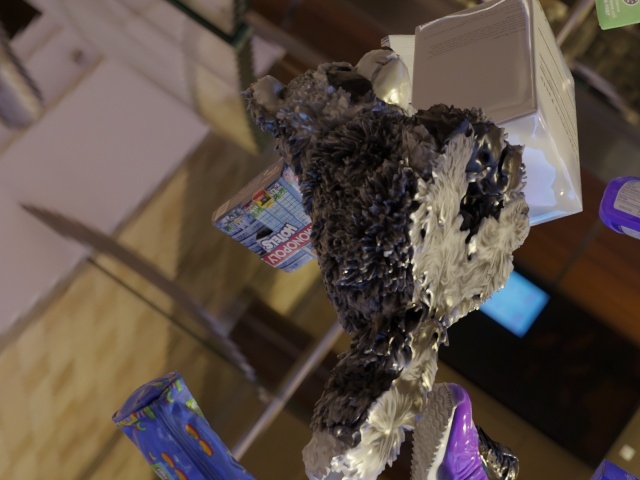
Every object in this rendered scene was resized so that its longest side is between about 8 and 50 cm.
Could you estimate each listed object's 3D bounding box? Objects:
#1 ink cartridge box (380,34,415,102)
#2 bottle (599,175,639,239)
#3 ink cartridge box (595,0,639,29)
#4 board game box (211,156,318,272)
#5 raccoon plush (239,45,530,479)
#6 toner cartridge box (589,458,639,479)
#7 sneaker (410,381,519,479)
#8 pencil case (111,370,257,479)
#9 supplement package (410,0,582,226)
[{"bbox_3d":[0.128,-0.244,2.289,0.063,0.115,0.029,-3,171,-27],"label":"ink cartridge box"},{"bbox_3d":[0.566,-0.021,2.389,0.118,0.283,0.092,10,100,-44],"label":"bottle"},{"bbox_3d":[0.525,-0.420,2.044,0.119,0.353,0.207,-69,148,-68],"label":"ink cartridge box"},{"bbox_3d":[-0.034,-0.017,2.289,0.194,0.194,0.060,-37,-153,42],"label":"board game box"},{"bbox_3d":[0.000,0.000,1.564,0.446,0.299,0.216,-56,137,-22],"label":"raccoon plush"},{"bbox_3d":[0.600,0.544,2.714,0.165,0.348,0.075,-60,177,21],"label":"toner cartridge box"},{"bbox_3d":[0.209,0.301,2.196,0.102,0.146,0.293,-107,-165,-46],"label":"sneaker"},{"bbox_3d":[-0.164,0.330,2.220,0.119,0.306,0.133,-39,-178,-20],"label":"pencil case"},{"bbox_3d":[0.231,-0.164,2.053,0.177,0.175,0.293,-17,-144,20],"label":"supplement package"}]
